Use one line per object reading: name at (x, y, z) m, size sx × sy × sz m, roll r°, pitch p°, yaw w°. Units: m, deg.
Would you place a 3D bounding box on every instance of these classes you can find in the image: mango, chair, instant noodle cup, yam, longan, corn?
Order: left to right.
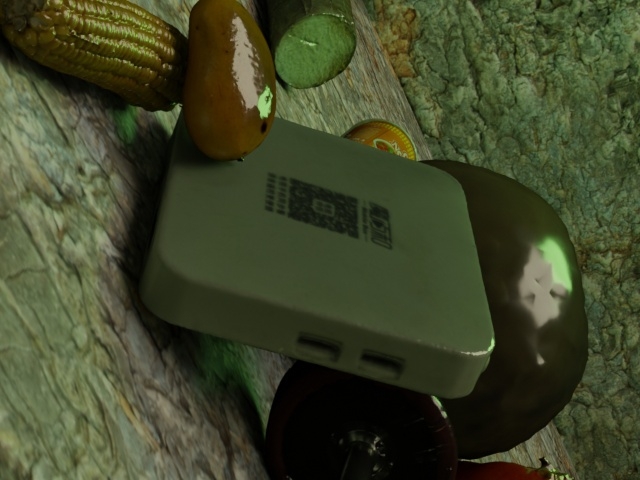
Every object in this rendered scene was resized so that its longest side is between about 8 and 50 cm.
corn at (-0.216, -0.201, 1.117) m, size 0.313 × 0.102 × 0.102 m, roll 16°, pitch 54°, yaw -73°
mango at (-0.098, -0.174, 1.194) m, size 0.115 × 0.090 × 0.178 m, roll 16°, pitch 69°, yaw -54°
yam at (-0.021, -0.414, 2.043) m, size 0.168 × 0.168 × 0.304 m, roll 57°, pitch 16°, yaw -38°
chair at (0.027, 0.256, 1.096) m, size 0.401 × 0.226 × 0.226 m, roll -60°, pitch 127°, yaw -73°
instant noodle cup at (0.077, -0.136, 2.026) m, size 0.168 × 0.168 × 0.185 m, roll 67°, pitch 22°, yaw -4°
longan at (0.193, 0.094, 1.564) m, size 0.436 × 0.404 × 0.404 m, roll 52°, pitch 3°, yaw 35°

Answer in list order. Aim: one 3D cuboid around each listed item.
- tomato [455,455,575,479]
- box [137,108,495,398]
tomato at (0.245, 0.455, 1.487) m, size 0.321 × 0.321 × 0.321 m, roll 60°, pitch 16°, yaw -30°
box at (0.000, 0.000, 1.225) m, size 0.373 × 0.090 × 0.367 m, roll 17°, pitch 34°, yaw -12°
